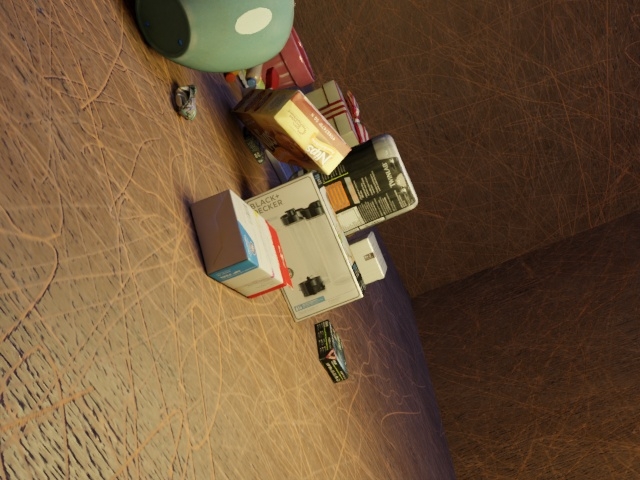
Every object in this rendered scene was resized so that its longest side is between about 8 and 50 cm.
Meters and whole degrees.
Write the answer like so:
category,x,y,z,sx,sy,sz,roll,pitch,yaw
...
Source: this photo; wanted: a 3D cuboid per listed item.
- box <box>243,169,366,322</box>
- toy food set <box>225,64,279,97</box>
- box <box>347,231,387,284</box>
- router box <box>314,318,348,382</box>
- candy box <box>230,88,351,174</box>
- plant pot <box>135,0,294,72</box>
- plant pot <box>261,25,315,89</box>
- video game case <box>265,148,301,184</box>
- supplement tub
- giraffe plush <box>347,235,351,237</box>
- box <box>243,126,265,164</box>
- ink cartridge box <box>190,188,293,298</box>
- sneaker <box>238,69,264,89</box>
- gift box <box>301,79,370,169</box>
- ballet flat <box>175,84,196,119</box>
category,x,y,z,sx,sy,sz,roll,pitch,yaw
box,-0.033,0.011,1.546,0.087,0.169,0.290,-46,114,-77
toy food set,-0.165,-0.397,1.916,0.105,0.111,0.232,-86,156,-43
box,0.079,0.068,1.974,0.182,0.181,0.119,-37,104,-80
router box,0.026,0.260,1.681,0.122,0.038,0.092,-100,165,-52
candy box,-0.076,-0.257,1.644,0.183,0.087,0.316,46,-8,-25
plant pot,-0.223,-0.431,1.308,0.195,0.290,0.290,-41,113,-41
plant pot,-0.136,-0.536,2.150,0.201,0.180,0.201,-23,90,-80
video game case,-0.103,-0.229,2.111,0.285,0.025,0.204,-91,156,-64
supplement tub,0.060,-0.117,1.814,0.207,0.338,0.207,-22,90,-81
giraffe plush,0.016,-0.068,2.015,0.170,0.181,0.210,77,10,-77
box,-0.167,-0.244,1.809,0.067,0.018,0.083,-101,166,-47
ink cartridge box,-0.131,0.017,1.246,0.231,0.078,0.134,46,25,-66
sneaker,-0.192,-0.492,2.010,0.208,0.094,0.081,54,15,-59
gift box,0.027,-0.368,2.442,0.276,0.258,0.255,43,26,-65
ballet flat,-0.255,-0.270,1.342,0.114,0.041,0.041,-103,167,-50
